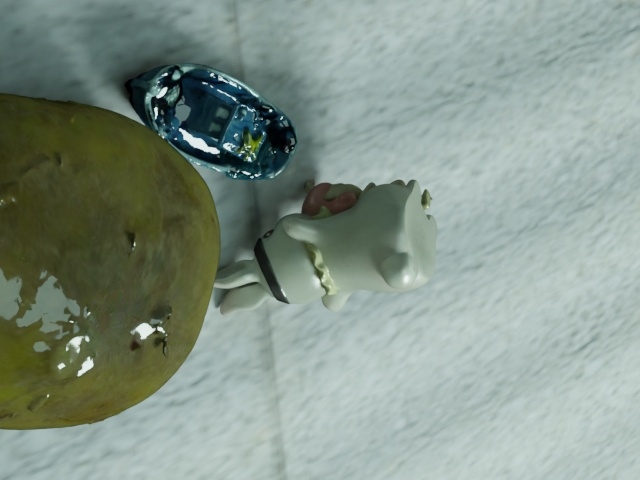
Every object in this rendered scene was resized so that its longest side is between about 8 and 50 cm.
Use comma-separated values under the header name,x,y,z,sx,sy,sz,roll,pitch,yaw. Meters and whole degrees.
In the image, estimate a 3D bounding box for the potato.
name,x,y,z,sx,sy,sz,roll,pitch,yaw
potato,-0.179,0.014,0.936,0.296,0.141,0.192,5,100,-40

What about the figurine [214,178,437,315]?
name,x,y,z,sx,sy,sz,roll,pitch,yaw
figurine,0.004,0.007,1.137,0.098,0.146,0.081,-51,127,-59

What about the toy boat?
name,x,y,z,sx,sy,sz,roll,pitch,yaw
toy boat,-0.065,-0.075,1.057,0.137,0.061,0.060,27,87,-44
